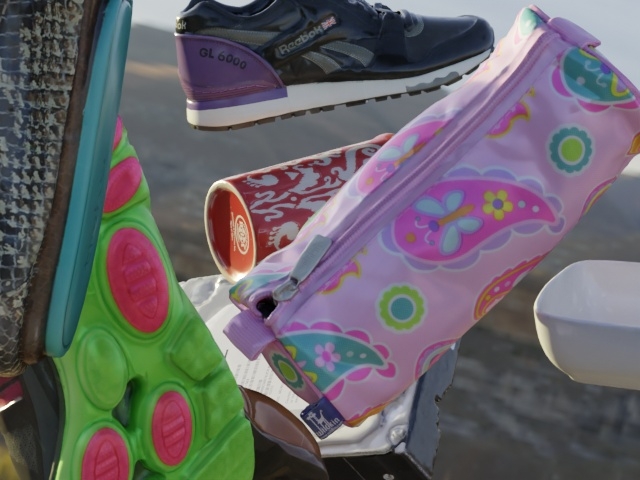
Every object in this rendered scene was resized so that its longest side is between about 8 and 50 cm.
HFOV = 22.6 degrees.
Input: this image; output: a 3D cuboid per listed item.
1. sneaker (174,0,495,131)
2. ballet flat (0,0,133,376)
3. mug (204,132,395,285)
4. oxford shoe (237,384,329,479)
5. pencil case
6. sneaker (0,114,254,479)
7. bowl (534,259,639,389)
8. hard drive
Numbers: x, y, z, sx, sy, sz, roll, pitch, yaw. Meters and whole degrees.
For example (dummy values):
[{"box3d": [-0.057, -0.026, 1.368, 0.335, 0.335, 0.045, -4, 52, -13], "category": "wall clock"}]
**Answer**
[{"box3d": [0.015, -0.182, 1.389, 0.283, 0.124, 0.107, -13, 16, -12], "category": "sneaker"}, {"box3d": [-0.151, -0.170, 0.857, 0.182, 0.482, 0.164, 20, 4, -2], "category": "ballet flat"}, {"box3d": [0.003, -0.005, 1.349, 0.169, 0.150, 0.113, -12, -15, -30], "category": "mug"}, {"box3d": [-0.080, 0.147, 1.335, 0.212, 0.076, 0.076, 38, 26, -38], "category": "oxford shoe"}, {"box3d": [0.072, -0.013, 0.984, 0.124, 0.284, 0.124, 47, -1, 1], "category": "pencil case"}, {"box3d": [-0.189, 0.081, 1.224, 0.185, 0.482, 0.202, -20, 16, -29], "category": "sneaker"}, {"box3d": [0.213, 0.057, 1.021, 0.142, 0.053, 0.142, 4, 14, 21], "category": "bowl"}, {"box3d": [-0.028, 0.128, 1.570, 0.339, 0.237, 0.064, -9, -41, 34], "category": "hard drive"}]
